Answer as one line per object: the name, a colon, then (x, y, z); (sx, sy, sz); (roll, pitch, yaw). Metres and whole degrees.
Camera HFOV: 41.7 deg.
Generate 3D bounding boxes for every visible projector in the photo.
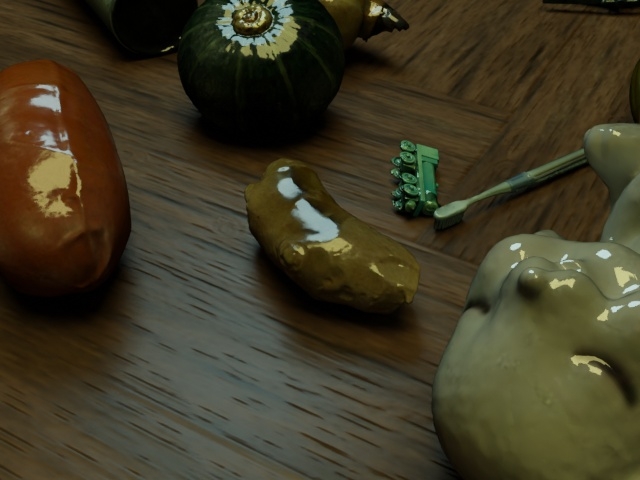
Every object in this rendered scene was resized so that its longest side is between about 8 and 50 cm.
projector: (-0.267, -0.345, 1.047); (0.108, 0.108, 0.337); (-19, 44, -24)

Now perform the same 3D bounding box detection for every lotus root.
lotus root: (-0.010, -0.263, 0.949); (0.221, 0.125, 0.118); (7, -3, -1)

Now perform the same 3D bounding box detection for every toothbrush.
toothbrush: (0.187, -0.052, 0.773); (0.220, 0.019, 0.016); (-23, 47, -28)

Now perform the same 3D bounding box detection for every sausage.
sausage: (-0.225, -0.059, 0.683); (0.133, 0.133, 0.258); (-11, 41, -15)

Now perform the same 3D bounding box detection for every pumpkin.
pumpkin: (-0.057, -0.182, 0.837); (0.167, 0.125, 0.167); (-10, 58, 15)

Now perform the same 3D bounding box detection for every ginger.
ginger: (0.002, -0.001, 0.664); (0.095, 0.069, 0.190); (-25, 47, -22)

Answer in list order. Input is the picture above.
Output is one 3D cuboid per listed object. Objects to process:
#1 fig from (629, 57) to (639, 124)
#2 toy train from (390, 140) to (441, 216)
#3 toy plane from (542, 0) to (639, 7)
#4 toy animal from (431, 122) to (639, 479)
fig: (0.338, -0.110, 0.805); (0.124, 0.124, 0.236); (27, 69, 28)
toy train: (0.088, -0.055, 0.768); (0.045, 0.029, 0.092); (14, 42, -10)
toy plane: (0.405, -0.337, 1.098); (0.235, 0.060, 0.096); (1, 47, 4)
toy animal: (0.191, 0.069, 0.503); (0.265, 0.206, 0.272); (-33, 35, -24)
